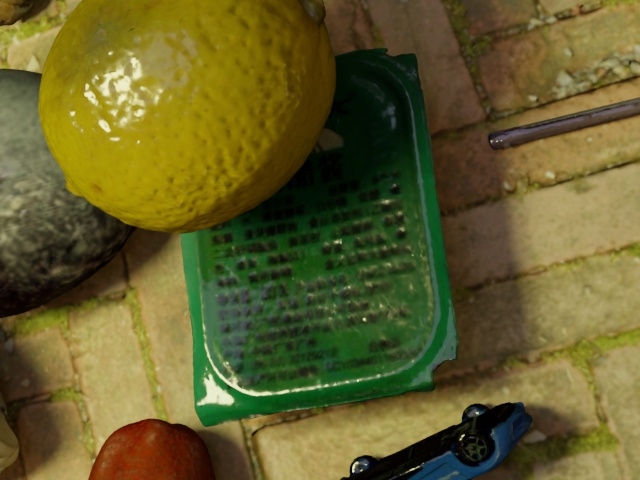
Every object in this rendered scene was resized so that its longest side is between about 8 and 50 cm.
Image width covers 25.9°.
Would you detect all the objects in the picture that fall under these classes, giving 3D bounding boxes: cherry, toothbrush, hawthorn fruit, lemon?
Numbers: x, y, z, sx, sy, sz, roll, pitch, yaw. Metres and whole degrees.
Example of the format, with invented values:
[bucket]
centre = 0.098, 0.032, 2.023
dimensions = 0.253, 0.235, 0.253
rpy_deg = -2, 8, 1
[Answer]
[cherry]
centre = -0.329, -0.051, 1.422
dimensions = 0.296, 0.218, 0.255
rpy_deg = -16, 70, 1
[toothbrush]
centre = 0.333, -0.129, 1.315
dimensions = 0.354, 0.024, 0.029
rpy_deg = -13, 84, 15
[hawthorn fruit]
centre = -0.166, 0.240, 1.354
dimensions = 0.133, 0.133, 0.138
rpy_deg = -2, 61, 18
[lemon]
centre = -0.117, -0.135, 1.239
dimensions = 0.267, 0.267, 0.267
rpy_deg = -4, 78, 18

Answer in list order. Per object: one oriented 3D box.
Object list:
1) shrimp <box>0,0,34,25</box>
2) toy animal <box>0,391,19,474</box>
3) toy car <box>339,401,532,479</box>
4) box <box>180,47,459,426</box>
[shrimp]
centre = -0.356, -0.356, 1.490
dimensions = 0.178, 0.289, 0.075
rpy_deg = 41, 56, 3
[toy animal]
centre = -0.420, 0.163, 1.417
dimensions = 0.156, 0.204, 0.208
rpy_deg = -36, 62, 5
[toy car]
centre = 0.101, 0.215, 1.287
dimensions = 0.216, 0.103, 0.063
rpy_deg = -26, 94, 12
[box]
centre = 0.000, 0.000, 1.358
dimensions = 0.264, 0.106, 0.336
rpy_deg = -10, 75, 16
